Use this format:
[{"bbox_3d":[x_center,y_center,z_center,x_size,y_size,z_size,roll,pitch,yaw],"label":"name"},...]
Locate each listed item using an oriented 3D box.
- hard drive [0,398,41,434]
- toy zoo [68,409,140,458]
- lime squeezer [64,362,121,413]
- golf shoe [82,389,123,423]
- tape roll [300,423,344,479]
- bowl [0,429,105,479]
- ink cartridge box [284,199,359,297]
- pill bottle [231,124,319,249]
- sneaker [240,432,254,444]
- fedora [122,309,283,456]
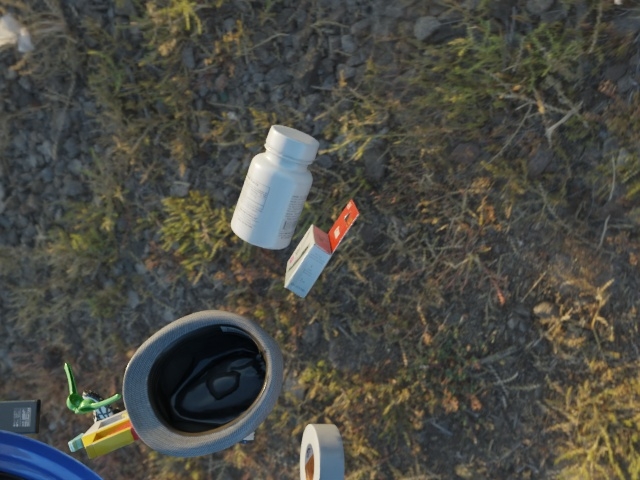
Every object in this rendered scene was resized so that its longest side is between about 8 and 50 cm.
[{"bbox_3d":[-0.860,0.500,1.877,0.135,0.022,0.094,-4,77,8],"label":"hard drive"},{"bbox_3d":[-0.377,0.375,1.386,0.293,0.192,0.030,-21,94,-13],"label":"toy zoo"},{"bbox_3d":[-0.684,0.461,1.952,0.310,0.110,0.059,12,155,42],"label":"lime squeezer"},{"bbox_3d":[-0.729,0.579,2.209,0.198,0.094,0.077,49,165,-26],"label":"golf shoe"},{"bbox_3d":[0.002,0.624,1.851,0.072,0.219,0.219,6,116,-15],"label":"tape roll"},{"bbox_3d":[-0.490,0.461,1.116,0.391,0.391,0.077,31,88,15],"label":"bowl"},{"bbox_3d":[0.000,0.000,1.654,0.060,0.275,0.239,31,98,-7],"label":"ink cartridge box"},{"bbox_3d":[-0.089,-0.109,1.352,0.131,0.131,0.229,28,111,17],"label":"pill bottle"},{"bbox_3d":[-0.249,0.407,1.519,0.211,0.081,0.080,16,160,-11],"label":"sneaker"},{"bbox_3d":[-0.196,0.257,1.182,0.275,0.124,0.244,-31,68,-10],"label":"fedora"}]
